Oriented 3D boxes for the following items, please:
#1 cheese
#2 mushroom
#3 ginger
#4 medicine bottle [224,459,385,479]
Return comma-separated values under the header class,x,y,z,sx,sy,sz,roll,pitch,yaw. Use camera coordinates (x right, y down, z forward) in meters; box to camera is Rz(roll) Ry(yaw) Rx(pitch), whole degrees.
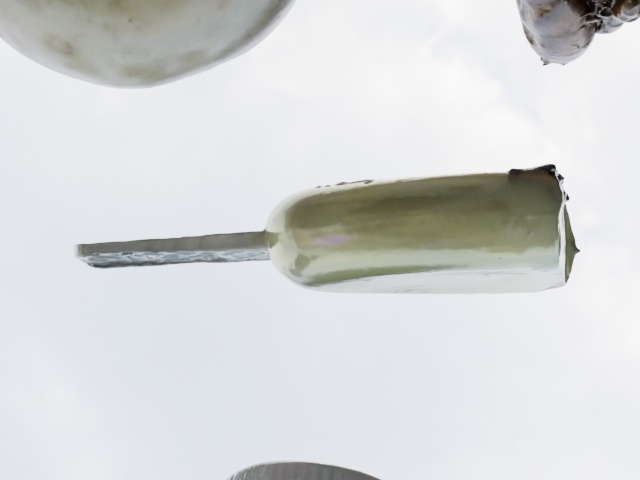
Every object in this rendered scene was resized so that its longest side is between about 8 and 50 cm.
class,x,y,z,sx,sy,sz,roll,pitch,yaw
cheese,0.000,0.000,0.799,0.251,0.127,0.054,-4,-100,12
mushroom,-0.078,-0.145,0.648,0.166,0.166,0.127,-5,-152,0
ginger,0.195,-0.180,1.177,0.103,0.162,0.073,-23,-106,9
medicine bottle,-0.026,0.359,1.095,0.242,0.242,0.395,8,-128,8
